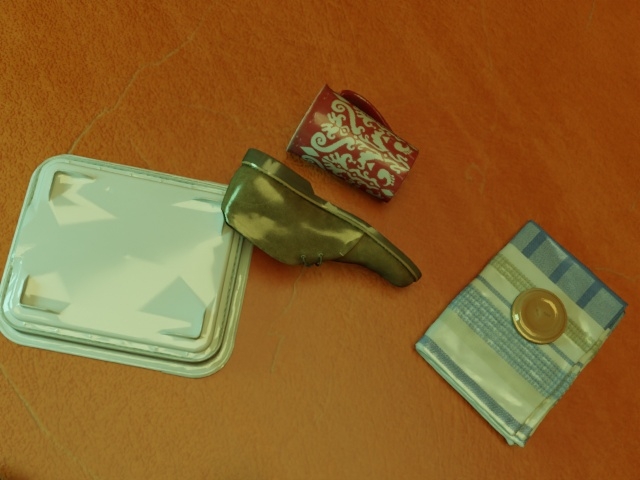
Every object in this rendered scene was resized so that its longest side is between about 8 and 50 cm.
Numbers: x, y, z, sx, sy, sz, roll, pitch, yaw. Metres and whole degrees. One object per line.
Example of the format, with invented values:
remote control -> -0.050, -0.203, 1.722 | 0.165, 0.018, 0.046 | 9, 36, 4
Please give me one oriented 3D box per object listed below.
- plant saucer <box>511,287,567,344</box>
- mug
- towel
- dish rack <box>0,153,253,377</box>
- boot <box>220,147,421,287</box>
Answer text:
plant saucer -> 0.319, 0.109, 1.195 | 0.083, 0.013, 0.084 | 2, 72, -7
mug -> 0.059, -0.152, 1.212 | 0.169, 0.113, 0.150 | 31, 75, -2
towel -> 0.298, 0.131, 1.210 | 0.209, 0.034, 0.285 | 43, 72, 7
dish rack -> -0.266, 0.025, 1.140 | 0.332, 0.072, 0.286 | 11, 75, -4
boot -> 0.000, 0.000, 1.156 | 0.305, 0.112, 0.115 | 31, 82, -12
